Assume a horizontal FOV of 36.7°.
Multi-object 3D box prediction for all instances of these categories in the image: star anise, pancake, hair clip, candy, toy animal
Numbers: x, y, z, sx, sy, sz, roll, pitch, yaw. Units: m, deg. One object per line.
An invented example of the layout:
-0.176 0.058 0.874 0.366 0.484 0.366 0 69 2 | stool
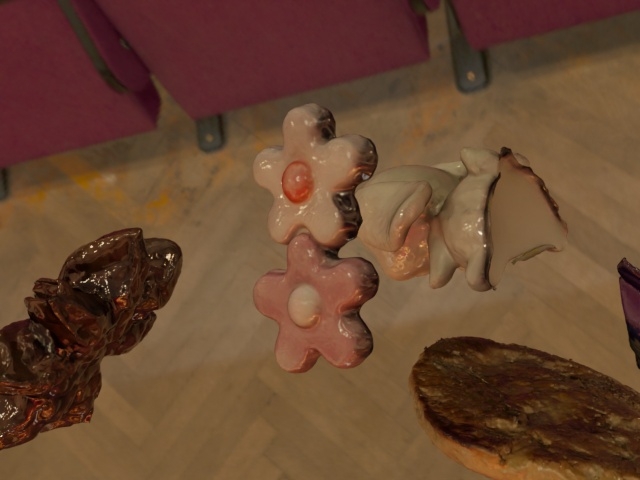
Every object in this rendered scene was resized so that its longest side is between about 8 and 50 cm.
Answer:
-0.274 0.112 1.095 0.108 0.315 0.315 31 88 13 | star anise
0.261 0.197 1.081 0.356 0.356 0.065 13 104 26 | pancake
-0.004 0.000 0.921 0.146 0.075 0.256 0 84 33 | hair clip
0.319 0.101 0.815 0.070 0.275 0.145 -45 61 -1 | candy
0.163 -0.031 1.271 0.289 0.249 0.174 -9 97 25 | toy animal
